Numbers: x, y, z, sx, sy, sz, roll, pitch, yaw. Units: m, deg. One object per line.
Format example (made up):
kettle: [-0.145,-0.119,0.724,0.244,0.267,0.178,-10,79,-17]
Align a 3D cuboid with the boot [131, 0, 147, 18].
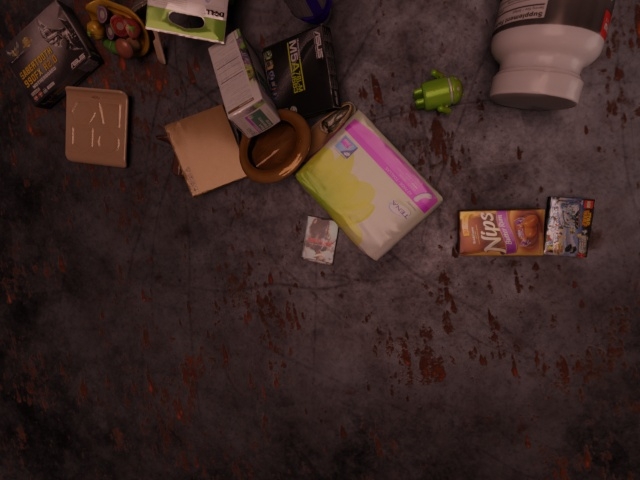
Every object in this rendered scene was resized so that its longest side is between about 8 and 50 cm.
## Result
boot: [-0.444,-0.700,1.070,0.190,0.076,0.208,-31,97,0]

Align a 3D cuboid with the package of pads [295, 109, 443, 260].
package of pads: [0.112,-0.124,1.015,0.229,0.101,0.296,-44,90,13]

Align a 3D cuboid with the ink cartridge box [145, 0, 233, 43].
ink cartridge box: [-0.304,-0.604,1.006,0.189,0.097,0.254,7,96,-9]

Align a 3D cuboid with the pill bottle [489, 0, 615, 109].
pill bottle: [0.468,-0.464,0.847,0.211,0.210,0.362,11,100,10]

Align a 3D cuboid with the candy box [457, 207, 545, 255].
candy box: [0.423,-0.020,0.997,0.187,0.053,0.109,-1,98,13]

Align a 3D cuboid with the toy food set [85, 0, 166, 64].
toy food set: [-0.517,-0.527,1.079,0.218,0.071,0.128,22,140,9]

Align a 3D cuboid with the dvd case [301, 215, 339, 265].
dvd case: [0.000,0.000,1.105,0.087,0.013,0.119,11,100,10]

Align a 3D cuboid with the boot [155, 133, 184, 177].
boot: [-0.401,-0.229,1.145,0.107,0.037,0.114,8,102,11]

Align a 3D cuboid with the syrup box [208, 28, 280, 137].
syrup box: [-0.183,-0.373,1.003,0.096,0.093,0.236,-26,65,13]

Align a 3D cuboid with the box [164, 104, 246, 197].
box: [-0.297,-0.235,1.111,0.165,0.021,0.201,-21,92,-1]

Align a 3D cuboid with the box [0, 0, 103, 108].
box: [-0.743,-0.508,1.165,0.231,0.056,0.183,-31,91,13]

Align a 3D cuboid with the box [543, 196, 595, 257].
box: [0.573,-0.032,0.977,0.094,0.027,0.136,5,99,12]

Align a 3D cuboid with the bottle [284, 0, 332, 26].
bottle: [-0.033,-0.541,0.900,0.092,0.283,0.118,-4,97,12]

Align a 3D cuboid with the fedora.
fedora: [-0.104,-0.222,1.028,0.195,0.079,0.194,-4,79,19]

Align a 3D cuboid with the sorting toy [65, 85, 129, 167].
sorting toy: [-0.623,-0.316,1.180,0.193,0.038,0.208,8,103,10]

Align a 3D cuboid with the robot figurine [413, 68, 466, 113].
robot figurine: [0.275,-0.341,0.975,0.115,0.067,0.101,-10,83,12]

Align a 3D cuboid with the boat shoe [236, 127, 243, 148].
boat shoe: [-0.180,-0.287,1.076,0.075,0.065,0.205,-3,97,12]

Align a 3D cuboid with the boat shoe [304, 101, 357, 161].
boat shoe: [0.007,-0.270,1.036,0.068,0.072,0.190,45,104,1]

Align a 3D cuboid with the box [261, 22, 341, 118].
box: [-0.048,-0.392,1.016,0.184,0.045,0.190,-3,98,36]
